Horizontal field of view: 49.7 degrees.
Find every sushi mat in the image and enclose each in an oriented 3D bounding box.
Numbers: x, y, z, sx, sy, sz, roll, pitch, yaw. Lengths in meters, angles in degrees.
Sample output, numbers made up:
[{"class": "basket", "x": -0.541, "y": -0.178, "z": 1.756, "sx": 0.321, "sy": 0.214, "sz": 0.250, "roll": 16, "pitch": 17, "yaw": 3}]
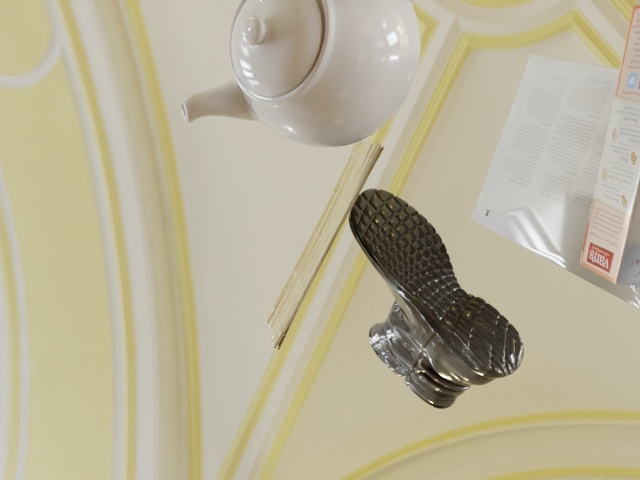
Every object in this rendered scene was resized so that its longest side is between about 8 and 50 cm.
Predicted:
[{"class": "sushi mat", "x": 0.000, "y": 0.000, "z": 0.997, "sx": 0.019, "sy": 0.151, "sz": 0.317, "roll": 27, "pitch": -87, "yaw": -12}]

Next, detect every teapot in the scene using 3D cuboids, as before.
[{"class": "teapot", "x": -0.015, "y": -0.234, "z": 0.817, "sx": 0.252, "sy": 0.187, "sz": 0.256, "roll": 22, "pitch": -77, "yaw": 35}]

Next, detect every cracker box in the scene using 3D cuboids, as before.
[{"class": "cracker box", "x": 0.330, "y": -0.075, "z": 0.595, "sx": 0.155, "sy": 0.067, "sz": 0.232, "roll": 4, "pitch": -76, "yaw": -11}]

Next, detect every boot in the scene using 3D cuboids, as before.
[{"class": "boot", "x": 0.123, "y": 0.103, "z": 1.044, "sx": 0.338, "sy": 0.118, "sz": 0.223, "roll": 54, "pitch": -33, "yaw": 8}]

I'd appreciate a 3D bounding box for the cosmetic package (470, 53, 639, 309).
[{"class": "cosmetic package", "x": 0.404, "y": -0.095, "z": 0.992, "sx": 0.097, "sy": 0.377, "sz": 0.284, "roll": 12, "pitch": -75, "yaw": -29}]
